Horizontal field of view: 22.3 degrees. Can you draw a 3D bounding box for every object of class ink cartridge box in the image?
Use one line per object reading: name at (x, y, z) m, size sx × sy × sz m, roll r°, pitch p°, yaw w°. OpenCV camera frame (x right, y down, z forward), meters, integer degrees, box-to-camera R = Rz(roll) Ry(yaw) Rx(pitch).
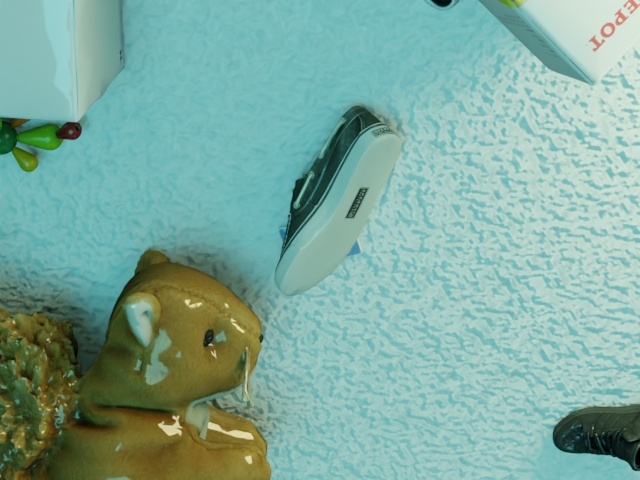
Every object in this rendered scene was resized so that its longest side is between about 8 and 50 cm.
ink cartridge box at (0.204, -0.308, 1.483) m, size 0.270 × 0.197 × 0.198 m, roll 43°, pitch 94°, yaw -10°

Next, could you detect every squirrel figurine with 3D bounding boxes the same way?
squirrel figurine at (-0.243, 0.194, 1.776) m, size 0.397 × 0.281 × 0.370 m, roll 12°, pitch 109°, yaw 1°

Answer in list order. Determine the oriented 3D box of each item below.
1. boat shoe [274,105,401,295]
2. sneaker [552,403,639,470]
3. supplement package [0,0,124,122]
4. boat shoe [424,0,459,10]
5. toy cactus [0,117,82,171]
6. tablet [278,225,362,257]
boat shoe at (0.008, -0.041, 1.735) m, size 0.070 × 0.078 × 0.219 m, roll 46°, pitch 114°, yaw 34°
sneaker at (0.337, 0.218, 1.782) m, size 0.170 × 0.089 × 0.051 m, roll -12°, pitch 111°, yaw 14°
supplement package at (-0.362, -0.237, 1.646) m, size 0.293 × 0.177 × 0.175 m, roll 5°, pitch 114°, yaw 7°
boat shoe at (0.081, -0.306, 1.604) m, size 0.066 × 0.063 × 0.184 m, roll -24°, pitch 108°, yaw 19°
toy cactus at (-0.383, -0.104, 1.735) m, size 0.180 × 0.219 × 0.112 m, roll -6°, pitch 95°, yaw 50°
tablet at (0.000, 0.000, 1.786) m, size 0.083 × 0.006 × 0.054 m, roll -14°, pitch 111°, yaw 16°
